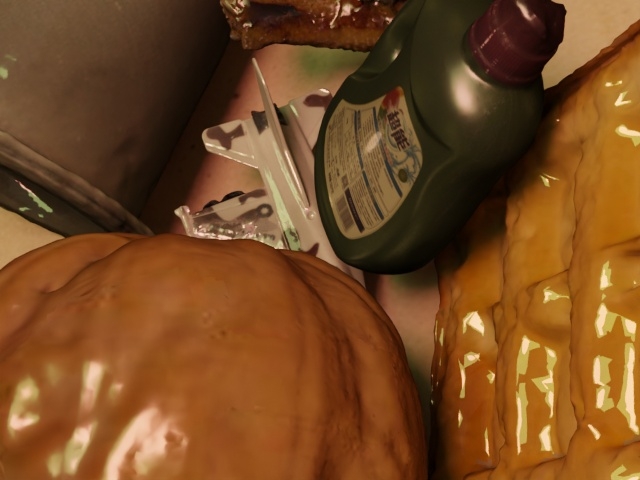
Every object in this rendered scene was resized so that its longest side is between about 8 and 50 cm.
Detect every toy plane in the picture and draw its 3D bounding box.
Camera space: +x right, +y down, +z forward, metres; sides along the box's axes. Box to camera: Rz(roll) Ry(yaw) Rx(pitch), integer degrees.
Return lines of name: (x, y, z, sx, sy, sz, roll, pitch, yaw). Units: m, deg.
toy plane: (-0.003, -0.001, 0.768, 0.160, 0.082, 0.234, -20, 81, -7)

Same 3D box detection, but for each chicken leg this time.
chicken leg: (0.041, -0.150, 0.771, 0.196, 0.080, 0.125, -25, 77, -5)

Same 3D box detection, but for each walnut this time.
walnut: (-0.091, 0.165, 0.632, 0.306, 0.306, 0.344, 7, 76, 32)

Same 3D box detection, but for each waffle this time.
waffle: (0.148, 0.041, 0.554, 0.348, 0.077, 0.304, 142, 136, -63)

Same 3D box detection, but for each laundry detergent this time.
laundry detergent: (0.065, -0.079, 0.649, 0.222, 0.078, 0.144, 126, 145, -57)

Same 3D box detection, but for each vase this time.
vase: (-0.161, -0.161, 0.838, 0.245, 0.245, 0.291, 17, 74, 33)
